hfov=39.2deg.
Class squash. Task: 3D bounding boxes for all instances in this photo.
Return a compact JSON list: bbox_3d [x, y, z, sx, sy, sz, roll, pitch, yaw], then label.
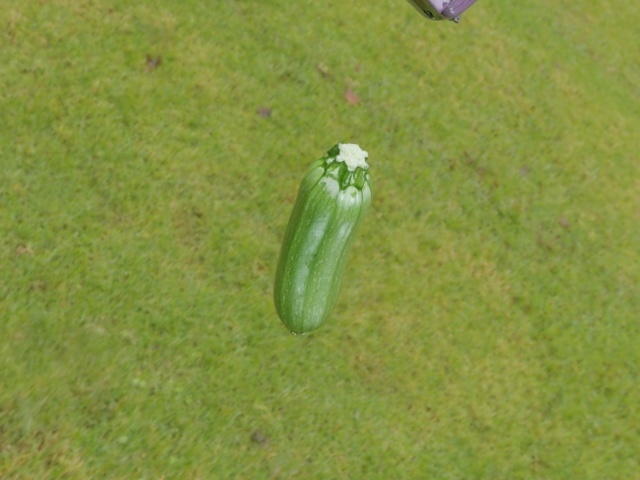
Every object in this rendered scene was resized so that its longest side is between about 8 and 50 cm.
[{"bbox_3d":[0.000,0.000,0.862,0.068,0.219,0.077,3,40,-20],"label":"squash"}]

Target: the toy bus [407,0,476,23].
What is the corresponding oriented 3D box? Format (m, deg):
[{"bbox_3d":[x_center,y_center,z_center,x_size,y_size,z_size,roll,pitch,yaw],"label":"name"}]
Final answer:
[{"bbox_3d":[0.122,-0.235,0.626,0.087,0.178,0.098,45,17,-22],"label":"toy bus"}]
